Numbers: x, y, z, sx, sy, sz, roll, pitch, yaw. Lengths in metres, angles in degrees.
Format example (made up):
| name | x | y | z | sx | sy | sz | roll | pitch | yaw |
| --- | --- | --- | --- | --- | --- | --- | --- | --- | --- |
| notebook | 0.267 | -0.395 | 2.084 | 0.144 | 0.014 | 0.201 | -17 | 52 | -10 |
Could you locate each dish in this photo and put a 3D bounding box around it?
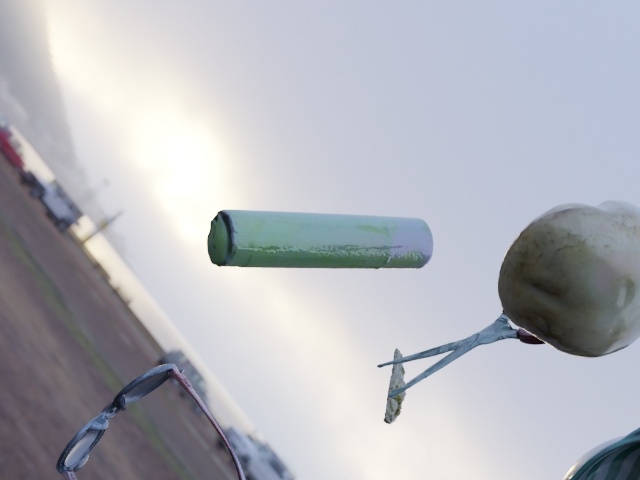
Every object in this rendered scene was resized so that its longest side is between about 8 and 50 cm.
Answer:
| name | x | y | z | sx | sy | sz | roll | pitch | yaw |
| --- | --- | --- | --- | --- | --- | --- | --- | --- | --- |
| dish | 0.344 | 0.295 | 1.558 | 0.246 | 0.224 | 0.078 | 17 | 10 | -20 |

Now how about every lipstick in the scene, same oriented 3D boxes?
| name | x | y | z | sx | sy | sz | roll | pitch | yaw |
| --- | --- | --- | --- | --- | --- | --- | --- | --- | --- |
| lipstick | 0.000 | 0.000 | 1.805 | 0.076 | 0.304 | 0.076 | -2 | -92 | 59 |

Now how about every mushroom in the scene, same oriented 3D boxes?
| name | x | y | z | sx | sy | sz | roll | pitch | yaw |
| --- | --- | --- | --- | --- | --- | --- | --- | --- | --- |
| mushroom | 0.213 | 0.029 | 1.129 | 0.112 | 0.148 | 0.148 | 57 | -2 | 38 |

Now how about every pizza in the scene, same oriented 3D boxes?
| name | x | y | z | sx | sy | sz | roll | pitch | yaw |
| --- | --- | --- | --- | --- | --- | --- | --- | --- | --- |
| pizza | 0.112 | 0.210 | 2.052 | 0.123 | 0.026 | 0.109 | -56 | 151 | -75 |

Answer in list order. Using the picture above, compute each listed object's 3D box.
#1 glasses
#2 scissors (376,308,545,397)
| name | x | y | z | sx | sy | sz | roll | pitch | yaw |
| --- | --- | --- | --- | --- | --- | --- | --- | --- | --- |
| glasses | -0.230 | 0.334 | 2.032 | 0.268 | 0.234 | 0.118 | 49 | 2 | 19 |
| scissors | 0.187 | 0.120 | 1.698 | 0.144 | 0.247 | 0.017 | -111 | 178 | -68 |
